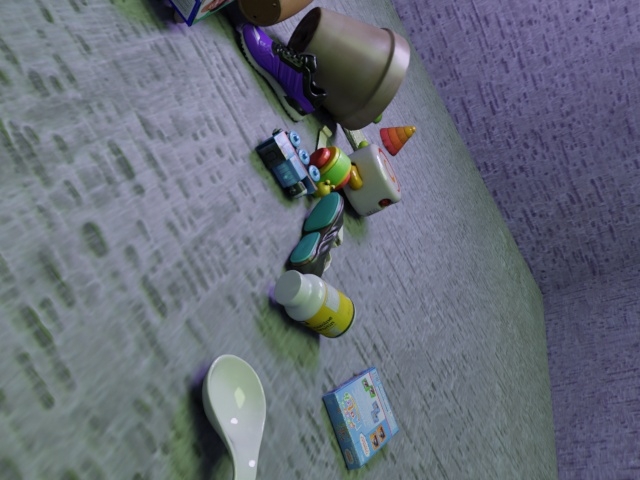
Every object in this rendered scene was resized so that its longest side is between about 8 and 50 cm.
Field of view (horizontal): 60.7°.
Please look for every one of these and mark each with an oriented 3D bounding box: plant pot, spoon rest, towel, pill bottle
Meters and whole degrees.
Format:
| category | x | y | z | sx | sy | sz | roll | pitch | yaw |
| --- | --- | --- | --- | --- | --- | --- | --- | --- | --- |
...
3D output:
| category | x | y | z | sx | sy | sz | roll | pitch | yaw |
| --- | --- | --- | --- | --- | --- | --- | --- | --- | --- |
| plant pot | -0.115 | -0.676 | 1.430 | 0.237 | 0.237 | 0.255 | 46 | 46 | -32 |
| spoon rest | -0.136 | 0.306 | 0.841 | 0.137 | 0.084 | 0.277 | 41 | 38 | -39 |
| towel | 0.123 | -0.350 | 1.849 | 0.148 | 0.027 | 0.110 | 61 | 28 | -9 |
| pill bottle | -0.013 | 0.134 | 1.163 | 0.184 | 0.103 | 0.103 | 36 | 40 | -42 |
| plant pot | 0.056 | -0.532 | 1.630 | 0.280 | 0.323 | 0.323 | 24 | 47 | -30 |

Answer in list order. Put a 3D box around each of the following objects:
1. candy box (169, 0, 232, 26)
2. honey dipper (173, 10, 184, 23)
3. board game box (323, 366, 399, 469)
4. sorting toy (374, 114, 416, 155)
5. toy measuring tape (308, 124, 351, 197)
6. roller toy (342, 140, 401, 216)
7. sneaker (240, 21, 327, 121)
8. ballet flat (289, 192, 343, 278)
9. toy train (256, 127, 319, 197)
| category | x | y | z | sx | sy | sz | roll | pitch | yaw |
| --- | --- | --- | --- | --- | --- | --- | --- | --- | --- |
| candy box | -0.242 | -0.672 | 1.191 | 0.317 | 0.122 | 0.268 | -43 | 102 | -24 |
| honey dipper | -0.314 | -0.554 | 1.261 | 0.030 | 0.030 | 0.161 | 40 | 34 | -40 |
| board game box | 0.095 | 0.388 | 1.221 | 0.211 | 0.039 | 0.160 | -6 | 73 | -61 |
| sorting toy | 0.250 | -0.509 | 2.086 | 0.366 | 0.126 | 0.127 | 59 | 29 | -15 |
| toy measuring tape | 0.032 | -0.237 | 1.510 | 0.121 | 0.121 | 0.330 | 47 | 34 | -31 |
| roller toy | 0.139 | -0.173 | 1.612 | 0.191 | 0.146 | 0.209 | 57 | 19 | -25 |
| sneaker | -0.083 | -0.474 | 1.464 | 0.293 | 0.146 | 0.102 | 51 | 32 | -27 |
| ballet flat | 0.000 | 0.000 | 1.315 | 0.096 | 0.095 | 0.280 | 61 | 37 | -30 |
| toy train | -0.075 | -0.184 | 1.336 | 0.184 | 0.080 | 0.105 | 60 | 38 | -15 |
